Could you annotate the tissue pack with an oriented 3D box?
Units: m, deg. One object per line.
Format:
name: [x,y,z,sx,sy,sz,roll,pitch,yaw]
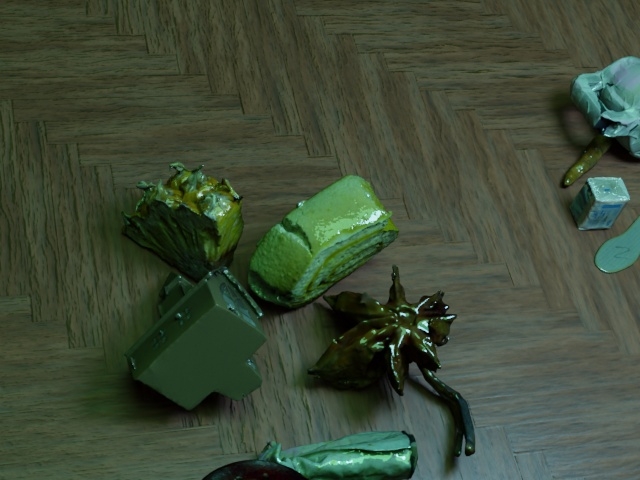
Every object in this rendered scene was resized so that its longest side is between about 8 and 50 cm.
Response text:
tissue pack: [0.496,-0.066,2.123,0.074,0.094,0.059,-1,56,-14]

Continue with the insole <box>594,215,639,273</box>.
insole: [0.554,0.004,2.144,0.064,0.004,0.188,43,56,16]

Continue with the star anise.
star anise: [0.123,0.186,1.821,0.237,0.148,0.346,-40,73,-11]

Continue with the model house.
model house: [-0.185,0.122,1.800,0.176,0.181,0.248,41,11,-33]

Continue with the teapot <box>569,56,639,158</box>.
teapot: [0.579,-0.248,2.252,0.221,0.163,0.178,-27,48,-11]

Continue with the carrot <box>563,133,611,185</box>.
carrot: [0.495,-0.147,2.222,0.035,0.036,0.165,36,56,12]

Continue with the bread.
bread: [0.000,0.000,1.893,0.257,0.186,0.124,-32,72,-23]

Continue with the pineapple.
pineapple: [-0.204,-0.024,1.884,0.236,0.186,0.114,5,40,48]

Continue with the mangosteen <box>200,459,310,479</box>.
mangosteen: [-0.077,0.392,1.521,0.231,0.289,0.231,2,75,-9]

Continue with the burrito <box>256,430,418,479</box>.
burrito: [0.020,0.320,1.709,0.229,0.144,0.089,-6,81,-10]
